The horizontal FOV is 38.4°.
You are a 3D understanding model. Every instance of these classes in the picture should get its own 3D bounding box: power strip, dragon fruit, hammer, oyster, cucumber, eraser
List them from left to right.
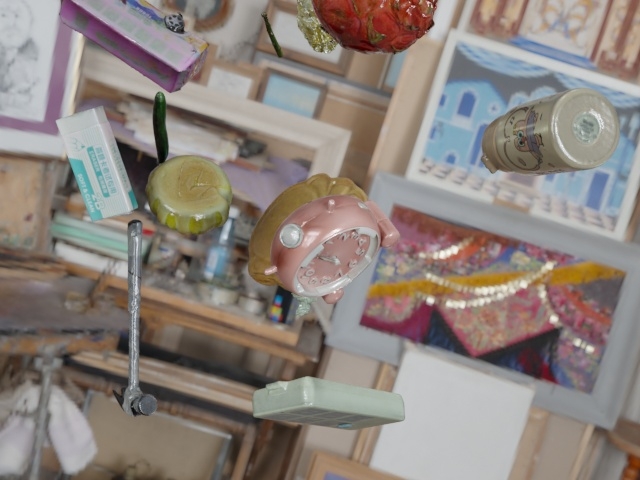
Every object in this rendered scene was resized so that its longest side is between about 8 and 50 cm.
[{"bbox_3d":[-0.460,-0.156,1.900,0.095,0.225,0.052,-14,13,16],"label":"eraser"},{"bbox_3d":[-0.400,0.166,1.999,0.044,0.427,0.152,4,-6,-35],"label":"hammer"},{"bbox_3d":[-0.351,-0.247,2.012,0.033,0.184,0.036,-27,51,-30],"label":"cucumber"},{"bbox_3d":[0.003,-0.509,2.167,0.121,0.146,0.045,-1,-14,1],"label":"oyster"},{"bbox_3d":[0.018,0.253,1.402,0.118,0.046,0.270,-22,-27,35],"label":"power strip"},{"bbox_3d":[0.100,-0.466,1.738,0.252,0.241,0.241,12,14,0],"label":"dragon fruit"}]

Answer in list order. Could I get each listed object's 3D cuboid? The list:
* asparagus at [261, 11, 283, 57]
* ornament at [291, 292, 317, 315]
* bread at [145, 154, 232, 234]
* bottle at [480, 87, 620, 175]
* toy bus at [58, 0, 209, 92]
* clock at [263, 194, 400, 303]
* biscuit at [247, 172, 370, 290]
[{"bbox_3d":[-0.114,-0.483,2.157,0.018,0.127,0.015,-2,48,23],"label":"asparagus"},{"bbox_3d":[-0.039,0.147,2.369,0.068,0.092,0.041,-4,-6,-26],"label":"ornament"},{"bbox_3d":[-0.299,-0.099,2.083,0.213,0.105,0.213,10,49,-11],"label":"bread"},{"bbox_3d":[0.283,-0.135,1.166,0.097,0.110,0.209,49,-12,-12],"label":"bottle"},{"bbox_3d":[-0.344,-0.388,1.678,0.274,0.090,0.112,33,50,-2],"label":"toy bus"},{"bbox_3d":[0.000,0.000,1.793,0.241,0.227,0.142,14,34,-56],"label":"clock"},{"bbox_3d":[-0.025,-0.020,2.210,0.351,0.312,0.057,14,-18,42],"label":"biscuit"}]
